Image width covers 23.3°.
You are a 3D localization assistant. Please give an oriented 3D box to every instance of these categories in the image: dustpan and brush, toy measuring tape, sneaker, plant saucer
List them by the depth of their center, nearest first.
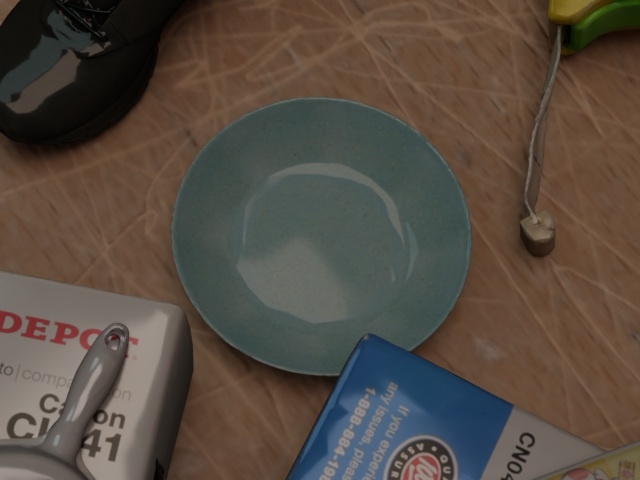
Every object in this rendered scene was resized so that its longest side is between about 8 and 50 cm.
[{"bbox_3d":[-0.147,0.134,0.807,0.147,0.060,0.211,28,74,-9],"label":"dustpan and brush"},{"bbox_3d":[0.000,0.000,1.014,0.195,0.037,0.194,2,69,-5],"label":"plant saucer"},{"bbox_3d":[-0.124,-0.185,1.028,0.109,0.130,0.286,36,71,7],"label":"sneaker"},{"bbox_3d":[0.211,-0.147,1.055,0.121,0.121,0.330,10,76,-1],"label":"toy measuring tape"}]

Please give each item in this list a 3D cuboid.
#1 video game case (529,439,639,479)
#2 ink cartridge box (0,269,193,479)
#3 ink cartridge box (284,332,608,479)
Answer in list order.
[{"bbox_3d":[0.203,0.206,0.776,0.206,0.026,0.227,-18,70,-13],"label":"video game case"},{"bbox_3d":[-0.214,0.174,0.879,0.226,0.131,0.306,11,69,0],"label":"ink cartridge box"},{"bbox_3d":[0.131,0.274,0.847,0.395,0.166,0.285,26,69,5],"label":"ink cartridge box"}]
